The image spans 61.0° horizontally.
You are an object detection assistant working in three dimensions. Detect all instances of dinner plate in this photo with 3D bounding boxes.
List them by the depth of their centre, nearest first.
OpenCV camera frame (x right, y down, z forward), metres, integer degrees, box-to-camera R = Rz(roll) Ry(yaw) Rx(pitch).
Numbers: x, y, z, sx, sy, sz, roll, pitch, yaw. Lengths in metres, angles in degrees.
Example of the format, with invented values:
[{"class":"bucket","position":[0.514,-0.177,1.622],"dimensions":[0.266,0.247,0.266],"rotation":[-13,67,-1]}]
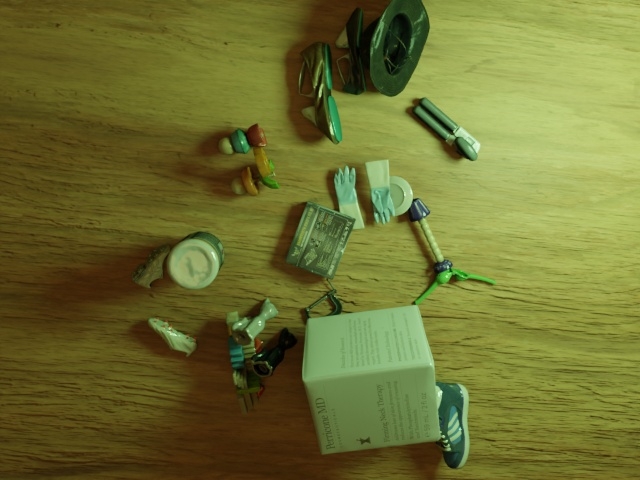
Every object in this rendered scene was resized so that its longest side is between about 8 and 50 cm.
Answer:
[{"class":"dinner plate","position":[0.252,-0.155,1.903],"dimensions":[0.141,0.017,0.141],"rotation":[3,97,24]}]

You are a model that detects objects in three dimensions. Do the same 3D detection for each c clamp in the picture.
[{"class":"c clamp","position":[0.006,0.236,1.973],"dimensions":[0.161,0.022,0.137],"rotation":[-41,104,1]}]

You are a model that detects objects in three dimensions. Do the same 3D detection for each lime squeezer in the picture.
[{"class":"lime squeezer","position":[0.488,0.152,1.975],"dimensions":[0.311,0.059,0.109],"rotation":[-15,99,-3]}]

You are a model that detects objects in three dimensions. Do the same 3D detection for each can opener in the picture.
[{"class":"can opener","position":[0.443,-0.387,1.881],"dimensions":[0.280,0.093,0.074],"rotation":[40,95,-4]}]

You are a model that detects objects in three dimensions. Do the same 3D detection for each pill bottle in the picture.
[{"class":"pill bottle","position":[-0.400,0.056,1.785],"dimensions":[0.162,0.278,0.162],"rotation":[0,98,-3]}]

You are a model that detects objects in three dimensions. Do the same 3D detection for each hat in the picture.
[{"class":"hat","position":[0.217,-0.651,1.786],"dimensions":[0.134,0.331,0.331],"rotation":[25,98,36]}]

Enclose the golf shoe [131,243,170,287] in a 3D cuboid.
[{"class":"golf shoe","position":[-0.573,0.091,1.897],"dimensions":[0.176,0.069,0.086],"rotation":[-45,119,6]}]

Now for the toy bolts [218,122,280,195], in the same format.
[{"class":"toy bolts","position":[-0.253,-0.270,1.801],"dimensions":[0.159,0.218,0.228],"rotation":[-17,81,5]}]

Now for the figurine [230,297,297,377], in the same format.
[{"class":"figurine","position":[-0.185,0.329,1.897],"dimensions":[0.092,0.209,0.214],"rotation":[-23,102,39]}]

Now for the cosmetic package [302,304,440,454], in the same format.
[{"class":"cosmetic package","position":[0.165,0.455,1.805],"dimensions":[0.394,0.327,0.329],"rotation":[-9,116,5]}]

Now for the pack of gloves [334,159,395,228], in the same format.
[{"class":"pack of gloves","position":[0.156,-0.161,1.908],"dimensions":[0.195,0.046,0.232],"rotation":[-7,107,11]}]

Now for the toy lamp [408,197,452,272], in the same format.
[{"class":"toy lamp","position":[0.383,-0.020,1.934],"dimensions":[0.080,0.080,0.274],"rotation":[-25,101,0]}]

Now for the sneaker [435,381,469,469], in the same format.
[{"class":"sneaker","position":[0.416,0.678,1.982],"dimensions":[0.236,0.130,0.322],"rotation":[4,89,-24]}]

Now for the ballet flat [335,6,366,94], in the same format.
[{"class":"ballet flat","position":[0.100,-0.630,1.818],"dimensions":[0.096,0.095,0.280],"rotation":[-2,99,9]}]

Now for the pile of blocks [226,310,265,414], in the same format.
[{"class":"pile of blocks","position":[-0.251,0.427,1.916],"dimensions":[0.113,0.149,0.362],"rotation":[-9,98,-2]}]

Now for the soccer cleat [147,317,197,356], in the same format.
[{"class":"soccer cleat","position":[-0.532,0.344,1.927],"dimensions":[0.196,0.068,0.076],"rotation":[32,98,-11]}]

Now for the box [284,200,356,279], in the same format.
[{"class":"box","position":[0.000,0.000,1.906],"dimensions":[0.183,0.056,0.231],"rotation":[21,96,3]}]

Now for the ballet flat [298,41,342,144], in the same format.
[{"class":"ballet flat","position":[-0.009,-0.487,1.828],"dimensions":[0.124,0.116,0.342],"rotation":[-6,99,17]}]
